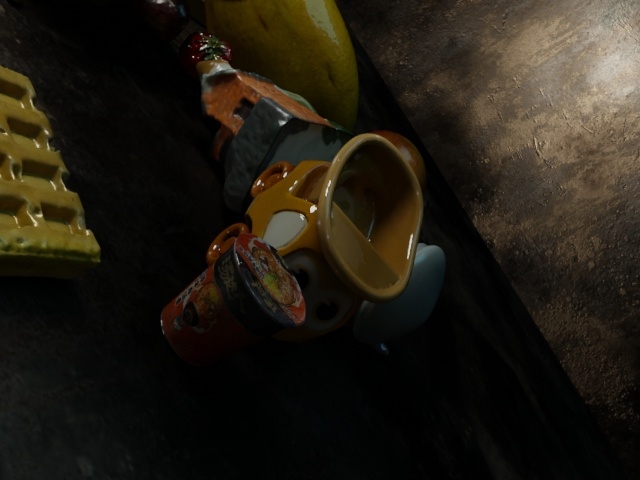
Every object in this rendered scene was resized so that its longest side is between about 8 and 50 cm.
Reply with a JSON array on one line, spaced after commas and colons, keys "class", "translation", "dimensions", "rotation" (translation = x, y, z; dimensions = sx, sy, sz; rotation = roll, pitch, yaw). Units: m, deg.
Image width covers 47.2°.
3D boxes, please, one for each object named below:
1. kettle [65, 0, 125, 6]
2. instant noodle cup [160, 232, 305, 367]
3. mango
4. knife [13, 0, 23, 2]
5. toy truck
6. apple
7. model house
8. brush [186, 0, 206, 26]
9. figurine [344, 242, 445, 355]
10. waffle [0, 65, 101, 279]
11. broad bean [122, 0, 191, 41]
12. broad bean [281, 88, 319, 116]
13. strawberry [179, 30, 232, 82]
[{"class": "kettle", "translation": [-0.316, -0.508, 1.145], "dimensions": [0.321, 0.228, 0.324], "rotation": [29, 26, -32]}, {"class": "instant noodle cup", "translation": [-0.106, 0.077, 0.845], "dimensions": [0.127, 0.135, 0.127], "rotation": [47, 21, -25]}, {"class": "mango", "translation": [-0.072, -0.359, 1.465], "dimensions": [0.220, 0.301, 0.445], "rotation": [-36, 113, -43]}, {"class": "knife", "translation": [-0.498, -0.435, 0.901], "dimensions": [0.343, 0.027, 0.061], "rotation": [49, 24, -20]}, {"class": "toy truck", "translation": [0.000, 0.000, 1.025], "dimensions": [0.204, 0.211, 0.288], "rotation": [47, 53, -28]}, {"class": "apple", "translation": [0.153, -0.154, 1.779], "dimensions": [0.210, 0.173, 0.235], "rotation": [32, -18, 42]}, {"class": "model house", "translation": [-0.125, -0.186, 1.244], "dimensions": [0.301, 0.190, 0.271], "rotation": [41, 18, 21]}, {"class": "brush", "translation": [-0.240, -0.508, 1.616], "dimensions": [0.233, 0.047, 0.103], "rotation": [24, 37, -58]}, {"class": "figurine", "translation": [0.101, -0.003, 1.321], "dimensions": [0.225, 0.205, 0.382], "rotation": [90, -12, -54]}, {"class": "waffle", "translation": [-0.332, -0.078, 0.680], "dimensions": [0.221, 0.055, 0.248], "rotation": [13, 47, -63]}, {"class": "broad bean", "translation": [-0.303, -0.428, 1.279], "dimensions": [0.165, 0.084, 0.114], "rotation": [41, 26, -21]}, {"class": "broad bean", "translation": [-0.070, -0.206, 1.391], "dimensions": [0.206, 0.153, 0.072], "rotation": [38, 38, -10]}, {"class": "strawberry", "translation": [-0.210, -0.329, 1.339], "dimensions": [0.106, 0.106, 0.106], "rotation": [47, 21, -24]}]
